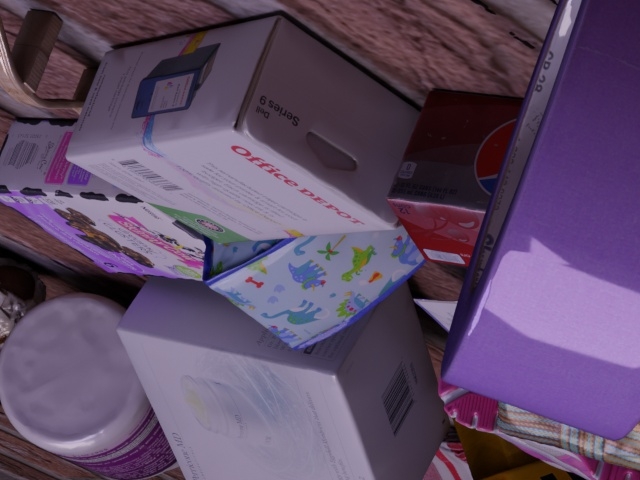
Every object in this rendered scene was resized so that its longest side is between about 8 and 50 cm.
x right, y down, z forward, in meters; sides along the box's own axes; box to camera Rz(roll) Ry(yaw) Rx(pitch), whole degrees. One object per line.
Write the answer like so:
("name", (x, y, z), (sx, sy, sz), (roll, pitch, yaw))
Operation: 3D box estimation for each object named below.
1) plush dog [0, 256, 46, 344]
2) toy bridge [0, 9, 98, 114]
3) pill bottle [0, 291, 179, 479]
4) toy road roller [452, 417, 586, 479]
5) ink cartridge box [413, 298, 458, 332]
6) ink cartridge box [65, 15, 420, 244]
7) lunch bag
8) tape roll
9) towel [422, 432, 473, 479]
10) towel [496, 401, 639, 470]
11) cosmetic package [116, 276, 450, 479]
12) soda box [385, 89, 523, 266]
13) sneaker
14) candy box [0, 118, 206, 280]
("plush dog", (-0.435, 0.084, 2.105), (0.262, 0.210, 0.225), (19, -174, 0))
("toy bridge", (-0.206, -0.133, 1.374), (0.026, 0.063, 0.188), (10, 161, 27))
("pill bottle", (-0.220, 0.168, 2.087), (0.169, 0.169, 0.301), (14, 168, 17))
("toy road roller", (0.259, 0.220, 1.798), (0.329, 0.240, 0.202), (-15, 169, -16))
("ink cartridge box", (0.212, 0.083, 1.602), (0.208, 0.045, 0.206), (6, 158, 32))
("ink cartridge box", (-0.051, -0.071, 1.348), (0.154, 0.093, 0.212), (30, 161, -33))
("lunch bag", (0.000, 0.000, 1.507), (0.151, 0.096, 0.129), (-26, 140, 25))
("tape roll", (0.141, -0.049, 0.907), (0.090, 0.275, 0.275), (20, 162, 2))
("towel", (0.210, 0.314, 2.072), (0.329, 0.037, 0.237), (-18, 99, 62))
("towel", (0.287, 0.080, 1.337), (0.370, 0.040, 0.271), (11, 131, 25))
("cosmetic package", (-0.030, 0.124, 1.726), (0.225, 0.138, 0.224), (11, 140, 29))
("soda box", (0.182, -0.026, 1.228), (0.263, 0.092, 0.083), (10, 153, 30))
("sneaker", (0.224, 0.142, 1.532), (0.252, 0.103, 0.111), (24, 179, 26))
("candy box", (-0.150, -0.031, 1.604), (0.196, 0.070, 0.165), (4, 157, 41))
